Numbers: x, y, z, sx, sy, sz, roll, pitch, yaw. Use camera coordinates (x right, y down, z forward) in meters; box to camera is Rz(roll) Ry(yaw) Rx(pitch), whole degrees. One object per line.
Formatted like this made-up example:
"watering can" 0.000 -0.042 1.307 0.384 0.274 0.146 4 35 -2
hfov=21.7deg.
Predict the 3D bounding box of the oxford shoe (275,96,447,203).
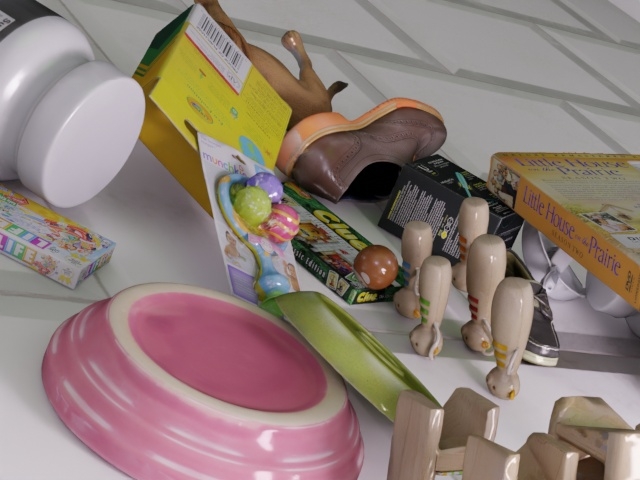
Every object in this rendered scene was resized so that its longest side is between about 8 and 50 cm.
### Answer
"oxford shoe" 0.084 -0.112 2.394 0.133 0.130 0.363 46 35 21

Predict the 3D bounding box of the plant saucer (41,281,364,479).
"plant saucer" -0.103 0.140 1.632 0.332 0.084 0.332 20 22 -9

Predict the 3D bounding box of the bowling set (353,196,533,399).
"bowling set" 0.133 0.067 2.018 0.200 0.154 0.287 1 26 -6

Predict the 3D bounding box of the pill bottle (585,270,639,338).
"pill bottle" 0.528 0.077 2.314 0.301 0.169 0.169 17 22 -17

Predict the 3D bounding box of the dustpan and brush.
"dustpan and brush" 0.319 0.037 2.285 0.147 0.060 0.211 57 33 -6

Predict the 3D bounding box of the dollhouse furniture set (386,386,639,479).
"dollhouse furniture set" 0.299 0.306 1.516 0.362 0.256 0.394 1 11 -26

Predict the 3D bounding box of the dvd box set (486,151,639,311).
"dvd box set" 0.442 -0.017 2.166 0.307 0.062 0.420 0 22 -23

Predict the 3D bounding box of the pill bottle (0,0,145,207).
"pill bottle" -0.396 -0.198 1.949 0.363 0.210 0.210 32 23 20

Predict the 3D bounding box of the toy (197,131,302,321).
"toy" -0.063 -0.021 1.930 0.137 0.056 0.237 28 41 -44

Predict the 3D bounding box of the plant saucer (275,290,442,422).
"plant saucer" 0.052 0.129 1.743 0.241 0.037 0.241 43 2 -2

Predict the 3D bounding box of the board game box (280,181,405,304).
"board game box" 0.000 0.000 2.143 0.259 0.030 0.136 38 23 33

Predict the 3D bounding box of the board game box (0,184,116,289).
"board game box" -0.314 -0.006 1.832 0.154 0.026 0.103 26 22 6

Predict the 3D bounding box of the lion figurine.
"lion figurine" -0.087 -0.231 2.450 0.392 0.142 0.240 16 30 -31

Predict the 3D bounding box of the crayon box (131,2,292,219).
"crayon box" -0.146 -0.154 2.101 0.202 0.081 0.318 49 22 -16

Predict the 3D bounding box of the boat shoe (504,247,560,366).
"boat shoe" 0.258 0.081 2.154 0.080 0.073 0.223 15 23 -20

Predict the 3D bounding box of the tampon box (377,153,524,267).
"tampon box" 0.185 -0.034 2.310 0.161 0.101 0.120 31 22 20
